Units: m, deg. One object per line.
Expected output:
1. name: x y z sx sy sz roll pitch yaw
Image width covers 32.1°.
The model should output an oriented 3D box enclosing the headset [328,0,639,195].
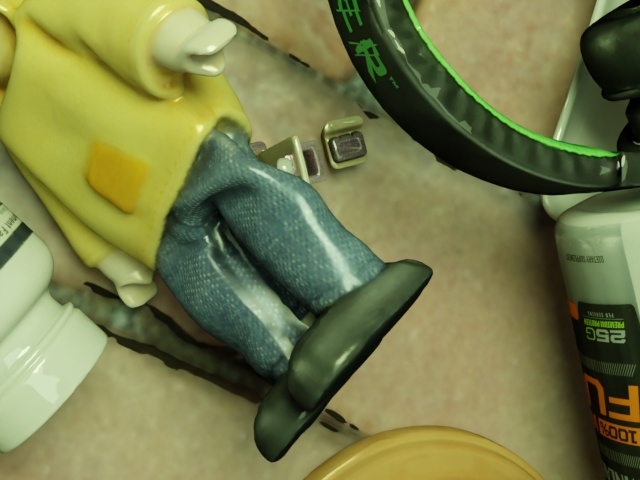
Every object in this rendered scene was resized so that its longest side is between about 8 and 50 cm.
1. headset: 0.199 -0.156 0.520 0.394 0.185 0.243 -10 92 -20

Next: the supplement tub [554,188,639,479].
1. supplement tub: 0.191 0.066 0.556 0.117 0.117 0.190 -16 97 -19

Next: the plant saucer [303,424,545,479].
1. plant saucer: 0.059 0.200 0.587 0.200 0.037 0.199 1 88 -19

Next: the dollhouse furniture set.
1. dollhouse furniture set: 0.000 0.000 0.548 0.091 0.081 0.114 -15 93 -19

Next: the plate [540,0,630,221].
1. plate: 0.272 -0.103 0.665 0.278 0.045 0.277 19 83 -18

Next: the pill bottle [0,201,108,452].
1. pill bottle: -0.177 0.011 0.480 0.169 0.094 0.094 45 76 -13

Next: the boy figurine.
1. boy figurine: -0.084 -0.044 0.478 0.285 0.177 0.092 42 51 6
